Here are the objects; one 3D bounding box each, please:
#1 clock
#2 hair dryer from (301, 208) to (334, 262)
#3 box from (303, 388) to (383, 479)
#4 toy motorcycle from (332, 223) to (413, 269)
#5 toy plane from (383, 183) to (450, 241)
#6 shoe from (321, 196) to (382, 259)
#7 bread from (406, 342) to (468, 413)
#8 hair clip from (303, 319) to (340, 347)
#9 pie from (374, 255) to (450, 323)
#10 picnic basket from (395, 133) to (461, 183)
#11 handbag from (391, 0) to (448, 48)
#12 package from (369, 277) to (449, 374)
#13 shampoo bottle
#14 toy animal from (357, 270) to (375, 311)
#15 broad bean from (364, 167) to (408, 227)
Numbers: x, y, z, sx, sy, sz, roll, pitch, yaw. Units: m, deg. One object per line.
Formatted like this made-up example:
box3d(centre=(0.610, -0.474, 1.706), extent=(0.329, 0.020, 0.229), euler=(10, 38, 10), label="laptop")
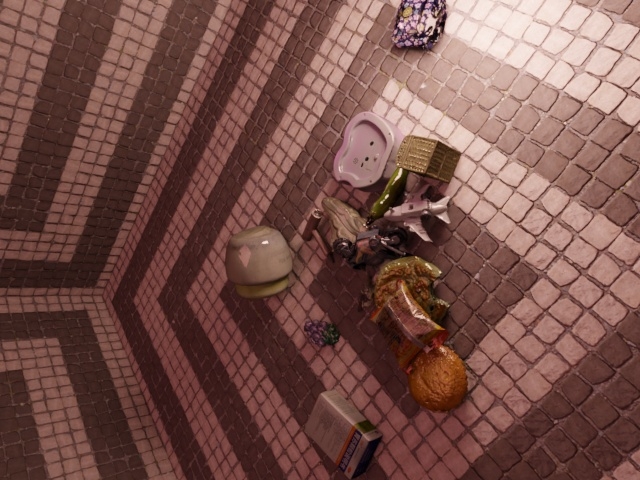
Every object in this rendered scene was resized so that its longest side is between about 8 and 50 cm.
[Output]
box3d(centre=(0.199, -0.374, 1.920), extent=(0.338, 0.102, 0.338), euler=(-6, 81, 42), label="clock")
box3d(centre=(0.005, -0.005, 2.050), extent=(0.220, 0.054, 0.195), euler=(55, 147, 22), label="hair dryer")
box3d(centre=(0.090, 0.805, 1.888), extent=(0.299, 0.106, 0.200), euler=(33, 107, 38), label="box")
box3d(centre=(0.207, 0.037, 1.795), extent=(0.307, 0.108, 0.173), euler=(-10, 118, 16), label="toy motorcycle")
box3d(centre=(0.362, -0.112, 1.704), extent=(0.255, 0.101, 0.251), euler=(-4, 61, 21), label="toy plane")
box3d(centre=(0.093, -0.043, 1.958), extent=(0.342, 0.132, 0.210), euler=(43, 111, 32), label="shoe")
box3d(centre=(0.420, 0.485, 1.603), extent=(0.240, 0.139, 0.240), euler=(-6, 81, 41), label="bread")
box3d(centre=(0.007, 0.425, 2.051), extent=(0.195, 0.052, 0.124), euler=(6, 99, 34), label="hair clip")
box3d(centre=(0.340, 0.204, 1.717), extent=(0.302, 0.067, 0.302), euler=(2, 95, 28), label="pie")
box3d(centre=(0.395, -0.305, 1.674), extent=(0.154, 0.196, 0.134), euler=(29, 105, 41), label="picnic basket")
box3d(centre=(0.396, -0.870, 1.783), extent=(0.208, 0.127, 0.228), euler=(19, 90, 42), label="handbag")
box3d(centre=(0.297, 0.308, 1.629), extent=(0.223, 0.108, 0.288), euler=(-54, 47, 21), label="package")
box3d(centre=(-0.295, 0.099, 2.155), extent=(0.322, 0.322, 0.317), euler=(13, 115, 42), label="shampoo bottle")
box3d(centre=(0.199, 0.194, 1.861), extent=(0.219, 0.095, 0.155), euler=(-30, 76, 33), label="toy animal")
box3d(centre=(0.282, -0.185, 1.802), extent=(0.339, 0.077, 0.061), euler=(-56, 14, -10), label="broad bean")
